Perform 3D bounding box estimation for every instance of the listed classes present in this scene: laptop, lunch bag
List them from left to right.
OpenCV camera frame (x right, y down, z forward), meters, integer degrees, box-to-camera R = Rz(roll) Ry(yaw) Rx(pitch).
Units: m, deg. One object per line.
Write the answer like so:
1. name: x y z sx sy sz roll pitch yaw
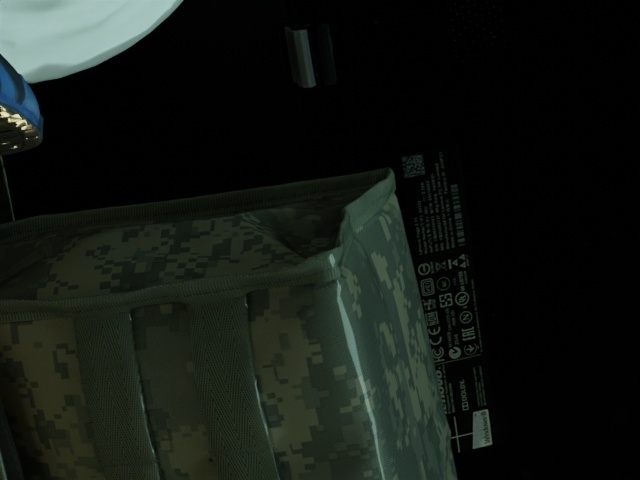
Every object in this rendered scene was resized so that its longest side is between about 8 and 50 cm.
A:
1. lunch bag: -0.090 0.107 0.863 0.169 0.287 0.235 -53 133 -67
2. laptop: 0.040 0.008 1.025 0.236 0.408 0.381 -127 -153 -69

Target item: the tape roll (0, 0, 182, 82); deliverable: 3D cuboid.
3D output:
1. tape roll: -0.155 -0.215 0.794 0.286 0.100 0.286 -14 110 -43

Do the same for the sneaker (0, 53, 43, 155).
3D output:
1. sneaker: -0.153 -0.080 0.626 0.209 0.069 0.082 36 44 -71
